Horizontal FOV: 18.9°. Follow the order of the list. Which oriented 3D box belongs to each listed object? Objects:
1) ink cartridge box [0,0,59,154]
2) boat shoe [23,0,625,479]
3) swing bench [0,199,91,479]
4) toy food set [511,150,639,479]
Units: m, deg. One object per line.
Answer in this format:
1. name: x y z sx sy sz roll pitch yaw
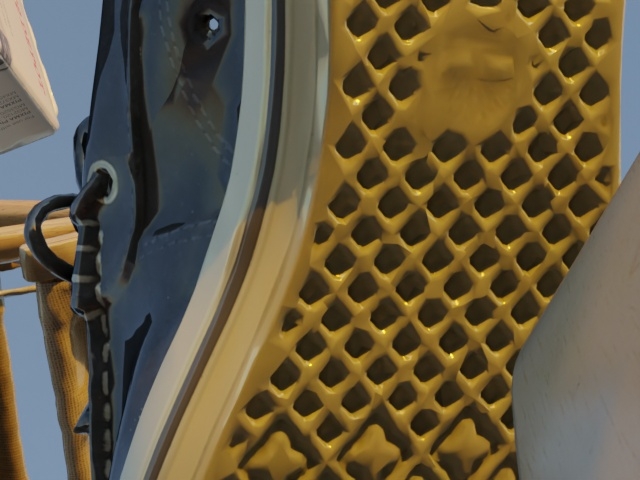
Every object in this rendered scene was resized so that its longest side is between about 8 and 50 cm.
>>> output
1. ink cartridge box: -0.171 -0.110 0.788 0.063 0.109 0.150 -22 -29 3
2. boat shoe: 0.000 0.000 0.677 0.186 0.156 0.500 1 -81 -30
3. swing bench: -0.169 0.106 1.075 0.254 0.165 0.253 -4 -73 11
4. toy food set: 0.124 0.005 0.255 0.092 0.306 0.220 24 -67 -10
